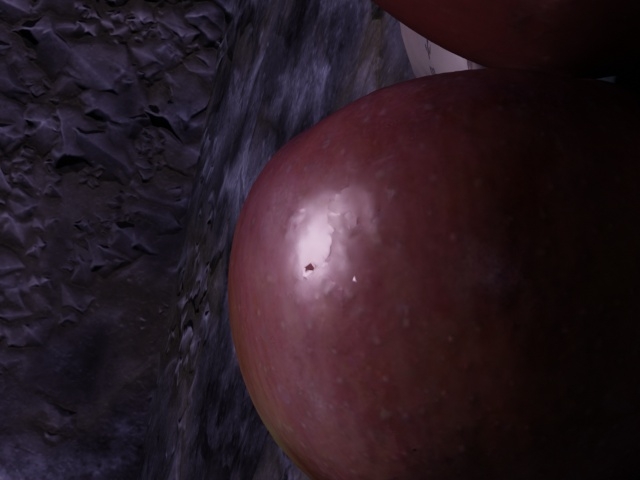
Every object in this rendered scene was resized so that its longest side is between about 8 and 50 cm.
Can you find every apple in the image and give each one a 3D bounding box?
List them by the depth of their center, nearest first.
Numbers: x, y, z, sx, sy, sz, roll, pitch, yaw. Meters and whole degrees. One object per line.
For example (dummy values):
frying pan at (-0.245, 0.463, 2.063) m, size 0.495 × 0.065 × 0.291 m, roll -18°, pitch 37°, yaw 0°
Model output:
apple at (0.085, 0.038, 0.952) m, size 0.306 × 0.305 × 0.235 m, roll 145°, pitch 119°, yaw -71°

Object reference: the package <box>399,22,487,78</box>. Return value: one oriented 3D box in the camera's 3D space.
package at (0.120, -0.166, 1.483) m, size 0.204 × 0.062 × 0.251 m, roll -131°, pitch 41°, yaw -73°

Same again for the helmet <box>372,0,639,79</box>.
helmet at (0.164, -0.224, 0.911) m, size 0.385 × 0.337 × 0.230 m, roll -46°, pitch 72°, yaw 38°

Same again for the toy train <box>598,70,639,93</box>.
toy train at (0.170, -0.106, 1.141) m, size 0.127 × 0.089 × 0.219 m, roll -112°, pitch 34°, yaw -85°
